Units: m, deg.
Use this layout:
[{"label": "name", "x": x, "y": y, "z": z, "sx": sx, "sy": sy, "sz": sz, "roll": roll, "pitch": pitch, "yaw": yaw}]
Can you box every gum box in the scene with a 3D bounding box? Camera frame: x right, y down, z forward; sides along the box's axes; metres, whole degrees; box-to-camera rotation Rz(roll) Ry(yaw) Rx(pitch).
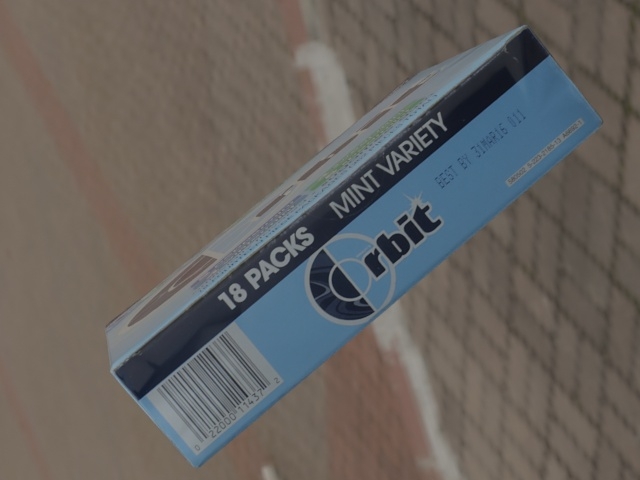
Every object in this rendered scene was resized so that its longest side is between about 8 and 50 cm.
[{"label": "gum box", "x": 0.000, "y": 0.000, "z": 0.577, "sx": 0.041, "sy": 0.157, "sz": 0.184, "roll": 50, "pitch": 174, "yaw": -6}]
